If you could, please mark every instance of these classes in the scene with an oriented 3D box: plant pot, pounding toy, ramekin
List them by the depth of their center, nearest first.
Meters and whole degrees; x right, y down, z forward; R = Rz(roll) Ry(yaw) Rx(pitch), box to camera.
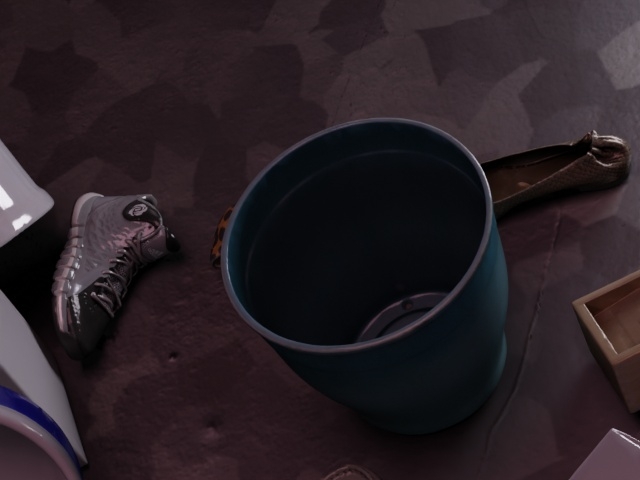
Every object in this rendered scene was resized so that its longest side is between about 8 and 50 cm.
[{"bbox_3d":[0.348,0.102,1.761,0.141,0.100,0.130,-25,36,0],"label":"pounding toy"},{"bbox_3d":[0.069,0.060,1.790,0.271,0.255,0.272,-11,53,14],"label":"plant pot"},{"bbox_3d":[-0.460,-0.023,2.054,0.277,0.135,0.277,-31,9,5],"label":"ramekin"}]

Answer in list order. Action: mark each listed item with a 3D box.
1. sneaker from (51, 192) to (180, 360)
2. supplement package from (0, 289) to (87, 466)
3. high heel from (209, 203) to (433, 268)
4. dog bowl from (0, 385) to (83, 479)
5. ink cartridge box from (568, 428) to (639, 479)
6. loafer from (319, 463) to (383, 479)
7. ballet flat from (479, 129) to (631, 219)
[{"bbox_3d":[-0.230,0.030,2.048,0.132,0.086,0.229,-8,53,14],"label":"sneaker"},{"bbox_3d":[-0.402,0.145,1.896,0.177,0.293,0.175,-28,49,2],"label":"supplement package"},{"bbox_3d":[0.000,0.000,1.966,0.186,0.093,0.261,-46,41,-15],"label":"high heel"},{"bbox_3d":[-0.361,0.273,1.746,0.265,0.265,0.104,-31,16,-1],"label":"dog bowl"},{"bbox_3d":[0.270,0.281,1.588,0.082,0.191,0.139,32,72,38],"label":"ink cartridge box"},{"bbox_3d":[-0.053,0.340,1.729,0.112,0.111,0.319,30,71,36],"label":"loafer"},{"bbox_3d":[0.217,-0.070,1.951,0.250,0.058,0.084,-13,51,13],"label":"ballet flat"}]
